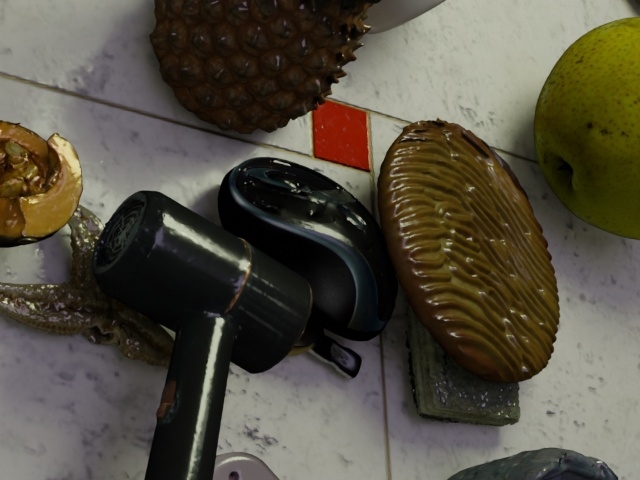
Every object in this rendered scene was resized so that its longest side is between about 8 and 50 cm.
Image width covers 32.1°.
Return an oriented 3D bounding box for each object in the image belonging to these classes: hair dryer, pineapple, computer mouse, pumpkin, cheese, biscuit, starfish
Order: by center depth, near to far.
[{"bbox_3d":[-0.120,0.129,0.928,0.189,0.107,0.352,33,42,-27],"label":"hair dryer"},{"bbox_3d":[-0.310,-0.059,0.963,0.184,0.108,0.119,27,60,-32],"label":"pumpkin"},{"bbox_3d":[-0.202,0.035,1.041,0.247,0.050,0.138,26,56,-29],"label":"starfish"},{"bbox_3d":[-0.015,-0.261,1.103,0.223,0.357,0.222,16,60,-28],"label":"pineapple"},{"bbox_3d":[0.000,0.000,1.149,0.233,0.096,0.137,41,25,-15],"label":"computer mouse"},{"bbox_3d":[-0.021,0.093,1.154,0.162,0.036,0.086,34,48,-21],"label":"cheese"},{"bbox_3d":[0.177,0.009,1.258,0.318,0.040,0.317,27,50,-38],"label":"biscuit"},{"bbox_3d":[0.162,0.089,1.280,0.147,0.046,0.249,16,59,-35],"label":"biscuit"}]

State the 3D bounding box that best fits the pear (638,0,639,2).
[{"bbox_3d":[0.539,-0.414,1.743,0.141,0.104,0.141,3,72,-10],"label":"pear"}]

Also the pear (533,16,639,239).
[{"bbox_3d":[0.413,-0.141,1.427,0.294,0.294,0.294,15,63,-31],"label":"pear"}]

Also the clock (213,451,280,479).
[{"bbox_3d":[-0.086,0.374,0.938,0.295,0.113,0.322,50,52,-8],"label":"clock"}]

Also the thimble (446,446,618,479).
[{"bbox_3d":[0.210,0.328,1.137,0.236,0.172,0.205,-31,87,-39],"label":"thimble"}]

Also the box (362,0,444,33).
[{"bbox_3d":[0.059,-0.359,1.306,0.291,0.262,0.206,-34,106,-3],"label":"box"}]
